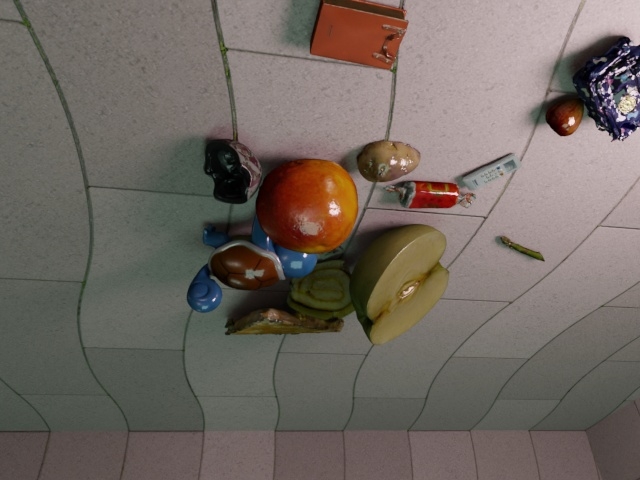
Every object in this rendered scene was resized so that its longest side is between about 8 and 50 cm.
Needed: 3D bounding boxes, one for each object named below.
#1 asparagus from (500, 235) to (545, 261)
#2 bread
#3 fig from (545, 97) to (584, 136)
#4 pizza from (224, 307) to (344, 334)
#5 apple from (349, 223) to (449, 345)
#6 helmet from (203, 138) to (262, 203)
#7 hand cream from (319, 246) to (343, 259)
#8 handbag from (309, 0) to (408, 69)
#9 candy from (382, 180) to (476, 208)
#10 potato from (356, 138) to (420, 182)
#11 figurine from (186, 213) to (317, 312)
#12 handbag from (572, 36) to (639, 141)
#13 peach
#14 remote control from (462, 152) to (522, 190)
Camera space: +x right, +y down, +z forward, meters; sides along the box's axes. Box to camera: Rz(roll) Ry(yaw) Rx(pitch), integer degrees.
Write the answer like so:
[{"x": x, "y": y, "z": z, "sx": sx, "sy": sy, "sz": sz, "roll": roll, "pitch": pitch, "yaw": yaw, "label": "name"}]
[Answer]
[{"x": 0.682, "y": 0.028, "z": 1.981, "sx": 0.236, "sy": 0.027, "sz": 0.034, "roll": 21, "pitch": 157, "yaw": -29, "label": "asparagus"}, {"x": 0.011, "y": 0.168, "z": 1.970, "sx": 0.257, "sy": 0.186, "sz": 0.124, "roll": -4, "pitch": 156, "yaw": 17, "label": "bread"}, {"x": 0.631, "y": -0.325, "z": 1.464, "sx": 0.089, "sy": 0.089, "sz": 0.125, "roll": 30, "pitch": 113, "yaw": -38, "label": "fig"}, {"x": -0.174, "y": 0.307, "z": 2.156, "sx": 0.392, "sy": 0.080, "sz": 0.435, "roll": -11, "pitch": 161, "yaw": 34, "label": "pizza"}, {"x": 0.249, "y": 0.136, "z": 1.817, "sx": 0.360, "sy": 0.320, "sz": 0.311, "roll": -36, "pitch": -177, "yaw": -19, "label": "apple"}, {"x": -0.215, "y": -0.186, "z": 1.510, "sx": 0.153, "sy": 0.107, "sz": 0.177, "roll": -1, "pitch": 112, "yaw": 43, "label": "helmet"}, {"x": 0.000, "y": 0.000, "z": 1.857, "sx": 0.080, "sy": 0.050, "sz": 0.234, "roll": -21, "pitch": 147, "yaw": 13, "label": "hand cream"}, {"x": 0.082, "y": -0.445, "z": 1.247, "sx": 0.190, "sy": 0.063, "sz": 0.127, "roll": 8, "pitch": 142, "yaw": -12, "label": "handbag"}, {"x": 0.320, "y": -0.132, "z": 1.698, "sx": 0.292, "sy": 0.059, "sz": 0.086, "roll": 2, "pitch": 142, "yaw": -11, "label": "candy"}, {"x": 0.183, "y": -0.206, "z": 1.555, "sx": 0.172, "sy": 0.089, "sz": 0.100, "roll": -11, "pitch": 141, "yaw": 11, "label": "potato"}, {"x": -0.228, "y": 0.055, "z": 1.789, "sx": 0.416, "sy": 0.243, "sz": 0.298, "roll": -21, "pitch": 136, "yaw": -10, "label": "figurine"}, {"x": 0.716, "y": -0.355, "z": 1.384, "sx": 0.162, "sy": 0.113, "sz": 0.260, "roll": -38, "pitch": 130, "yaw": 10, "label": "handbag"}, {"x": -0.035, "y": -0.098, "z": 1.555, "sx": 0.281, "sy": 0.238, "sz": 0.281, "roll": -4, "pitch": 113, "yaw": -9, "label": "peach"}, {"x": 0.486, "y": -0.196, "z": 1.656, "sx": 0.162, "sy": 0.029, "sz": 0.061, "roll": -27, "pitch": 141, "yaw": 20, "label": "remote control"}]
